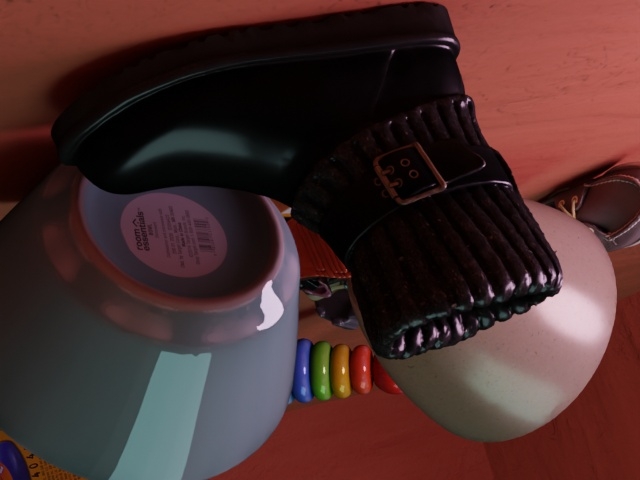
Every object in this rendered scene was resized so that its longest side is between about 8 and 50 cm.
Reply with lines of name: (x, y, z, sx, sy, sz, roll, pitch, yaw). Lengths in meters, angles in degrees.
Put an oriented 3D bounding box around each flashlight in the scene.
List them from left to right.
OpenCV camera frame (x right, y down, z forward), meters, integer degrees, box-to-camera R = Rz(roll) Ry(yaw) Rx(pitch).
flashlight: (0.077, 0.114, 1.979, 0.103, 0.103, 0.304, -26, 161, 19)

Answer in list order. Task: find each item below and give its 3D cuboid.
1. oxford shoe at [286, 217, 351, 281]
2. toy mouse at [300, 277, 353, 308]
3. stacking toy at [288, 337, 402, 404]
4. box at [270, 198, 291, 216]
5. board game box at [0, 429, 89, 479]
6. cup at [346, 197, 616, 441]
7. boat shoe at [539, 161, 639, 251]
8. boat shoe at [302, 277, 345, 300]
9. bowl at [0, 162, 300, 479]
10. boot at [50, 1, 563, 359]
oxford shoe: (0.000, 0.000, 1.437, 0.271, 0.097, 0.098, -15, -174, 20)
toy mouse: (0.020, 0.047, 1.623, 0.161, 0.031, 0.143, -13, 138, 30)
stacking toy: (0.013, 0.232, 2.093, 0.330, 0.141, 0.141, -2, 169, 8)
box: (0.017, -0.063, 1.293, 0.136, 0.028, 0.081, -31, 162, 38)
board game box: (-0.462, 0.350, 1.658, 0.356, 0.356, 0.356, -14, 167, -11)
cup: (0.172, 0.065, 1.502, 0.331, 0.331, 0.237, -27, 138, 37)
boat shoe: (0.384, -0.029, 1.728, 0.096, 0.117, 0.324, -14, 173, -26)
boat shoe: (0.021, 0.040, 1.671, 0.049, 0.056, 0.152, 32, 132, -29)
bowl: (-0.140, 0.032, 0.990, 0.311, 0.311, 0.163, -8, 144, -35)
boot: (-0.006, -0.026, 0.885, 0.348, 0.260, 0.131, -15, 167, -11)
